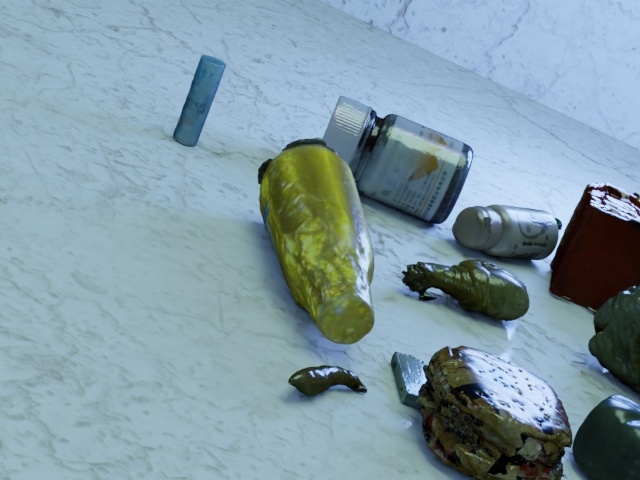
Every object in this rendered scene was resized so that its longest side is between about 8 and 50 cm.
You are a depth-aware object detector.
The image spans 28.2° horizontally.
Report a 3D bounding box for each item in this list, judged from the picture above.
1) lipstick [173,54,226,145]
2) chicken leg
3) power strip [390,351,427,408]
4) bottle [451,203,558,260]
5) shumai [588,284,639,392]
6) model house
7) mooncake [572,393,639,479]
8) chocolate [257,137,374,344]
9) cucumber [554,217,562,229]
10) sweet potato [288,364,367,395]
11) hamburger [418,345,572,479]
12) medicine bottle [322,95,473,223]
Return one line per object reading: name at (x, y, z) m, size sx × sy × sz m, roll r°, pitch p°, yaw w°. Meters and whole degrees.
lipstick at (-0.214, -0.246, 2.241) m, size 0.048 × 0.158 × 0.048 m, roll 20°, pitch 21°, yaw -8°
chicken leg at (0.231, 0.071, 2.055) m, size 0.227 × 0.088 × 0.103 m, roll 12°, pitch 32°, yaw -11°
power strip at (0.126, 0.193, 1.713) m, size 0.051 × 0.019 × 0.136 m, roll 21°, pitch 20°, yaw -14°
bottle at (0.335, -0.017, 2.359) m, size 0.209 × 0.097 × 0.110 m, roll 6°, pitch -12°, yaw -38°
shumai at (0.579, 0.166, 2.027) m, size 0.256 × 0.189 × 0.218 m, roll 41°, pitch 28°, yaw 29°
model house at (0.526, 0.006, 2.357) m, size 0.160 × 0.196 × 0.254 m, roll 21°, pitch 20°, yaw 0°
mooncake at (0.430, 0.283, 1.702) m, size 0.175 × 0.104 × 0.168 m, roll 21°, pitch 14°, yaw -16°
chocolate at (0.000, 0.000, 1.867) m, size 0.162 × 0.162 × 0.445 m, roll 17°, pitch 23°, yaw -15°
cucumber at (0.454, -0.029, 2.601) m, size 0.036 × 0.033 × 0.184 m, roll 10°, pitch 10°, yaw 29°
sweet potato at (0.003, 0.176, 1.602) m, size 0.153 × 0.038 × 0.041 m, roll 10°, pitch 44°, yaw -52°
hamburger at (0.227, 0.224, 1.613) m, size 0.231 × 0.107 × 0.231 m, roll 21°, pitch 22°, yaw -9°
medicine bottle at (0.133, -0.151, 2.370) m, size 0.273 × 0.165 × 0.165 m, roll 22°, pitch 20°, yaw -3°
